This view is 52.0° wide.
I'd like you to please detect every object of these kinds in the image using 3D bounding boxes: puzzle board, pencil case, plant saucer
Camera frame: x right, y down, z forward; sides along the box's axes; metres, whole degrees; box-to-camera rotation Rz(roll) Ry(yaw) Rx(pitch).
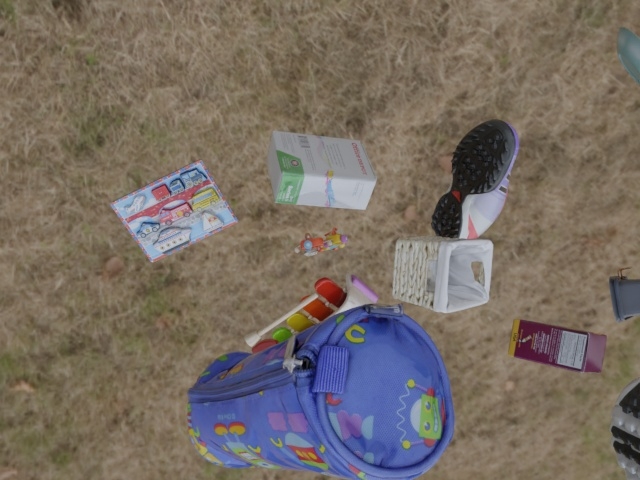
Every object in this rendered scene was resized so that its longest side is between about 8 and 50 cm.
[{"bbox_3d":[-0.181,-0.034,0.819,0.128,0.011,0.096,-24,118,8],"label":"puzzle board"},{"bbox_3d":[-0.021,0.139,0.566,0.133,0.119,0.306,29,152,-19],"label":"pencil case"},{"bbox_3d":[0.719,-0.392,1.475,0.037,0.195,0.195,-38,135,19],"label":"plant saucer"}]

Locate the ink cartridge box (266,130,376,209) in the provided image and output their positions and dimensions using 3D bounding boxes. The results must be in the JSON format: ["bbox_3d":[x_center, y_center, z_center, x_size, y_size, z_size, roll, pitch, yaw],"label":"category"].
[{"bbox_3d":[-0.001,-0.153,1.440,0.212,0.154,0.093,2,133,-17],"label":"ink cartridge box"}]

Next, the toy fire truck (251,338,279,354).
[{"bbox_3d":[-0.064,0.263,1.152,0.047,0.192,0.135,-19,175,1],"label":"toy fire truck"}]

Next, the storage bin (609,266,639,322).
[{"bbox_3d":[0.590,0.095,1.198,0.091,0.098,0.135,-11,172,32],"label":"storage bin"}]

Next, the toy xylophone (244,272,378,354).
[{"bbox_3d":[-0.024,0.194,1.436,0.322,0.081,0.236,-33,132,8],"label":"toy xylophone"}]

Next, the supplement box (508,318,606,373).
[{"bbox_3d":[0.252,0.112,0.701,0.055,0.083,0.043,14,85,-48],"label":"supplement box"}]

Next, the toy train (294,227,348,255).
[{"bbox_3d":[0.000,0.000,1.541,0.125,0.046,0.166,-12,173,0],"label":"toy train"}]

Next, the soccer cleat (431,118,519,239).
[{"bbox_3d":[0.300,-0.107,1.200,0.116,0.109,0.318,-19,149,-22],"label":"soccer cleat"}]

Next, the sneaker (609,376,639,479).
[{"bbox_3d":[0.417,0.263,0.743,0.118,0.110,0.292,-27,111,-13],"label":"sneaker"}]

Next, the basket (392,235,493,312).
[{"bbox_3d":[0.202,0.050,1.084,0.167,0.103,0.113,-2,97,-51],"label":"basket"}]
